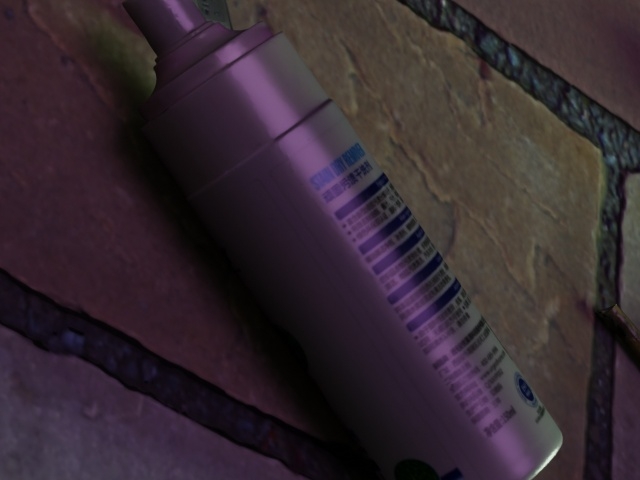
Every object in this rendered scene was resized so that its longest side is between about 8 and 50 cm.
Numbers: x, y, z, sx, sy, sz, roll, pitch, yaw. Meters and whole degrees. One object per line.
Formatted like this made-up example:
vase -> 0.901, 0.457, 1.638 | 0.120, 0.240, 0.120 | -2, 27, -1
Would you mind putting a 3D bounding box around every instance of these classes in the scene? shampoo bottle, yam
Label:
shampoo bottle -> 0.000, 0.000, 0.972 | 0.303, 0.092, 0.092 | 55, 42, -5
yam -> 0.204, 0.079, 1.181 | 0.107, 0.014, 0.014 | 50, 42, -10

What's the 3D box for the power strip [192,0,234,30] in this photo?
power strip -> -0.081, -0.163, 1.041 | 0.051, 0.019, 0.136 | 4, 65, -40
